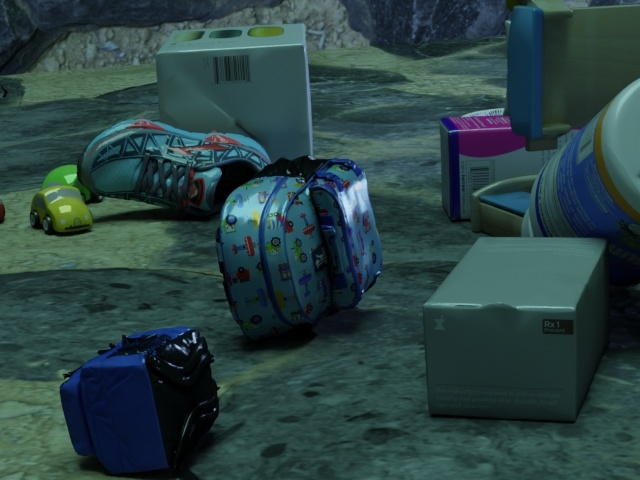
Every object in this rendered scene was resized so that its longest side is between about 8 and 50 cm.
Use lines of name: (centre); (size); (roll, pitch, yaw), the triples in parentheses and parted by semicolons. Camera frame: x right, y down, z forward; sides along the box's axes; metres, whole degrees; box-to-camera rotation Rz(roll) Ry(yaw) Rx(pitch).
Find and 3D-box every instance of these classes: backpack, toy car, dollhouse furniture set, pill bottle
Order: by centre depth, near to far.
backpack: (-0.136, 0.115, 1.326); (0.101, 0.098, 0.120); (-1, 13, 22)
pill bottle: (0.287, -0.041, 1.619); (0.152, 0.152, 0.272); (-7, -17, -16)
backpack: (-0.025, 0.010, 1.623); (0.117, 0.158, 0.173); (-5, 14, 22)
dollhouse furniture set: (0.313, -0.154, 1.933); (0.286, 0.303, 0.198); (-8, 15, -22)
toy car: (-0.356, -0.061, 2.218); (0.239, 0.053, 0.225); (4, 15, 25)

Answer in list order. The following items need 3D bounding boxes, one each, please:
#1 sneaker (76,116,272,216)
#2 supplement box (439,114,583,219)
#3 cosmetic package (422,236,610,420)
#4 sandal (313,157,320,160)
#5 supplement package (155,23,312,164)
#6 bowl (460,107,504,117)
sneaker: (-0.171, -0.087, 2.162); (0.262, 0.104, 0.125); (-1, 23, -22)
supplement box: (0.260, -0.094, 2.107); (0.220, 0.111, 0.114); (-2, 12, -2)
cosmetic package: (0.171, 0.068, 1.460); (0.127, 0.107, 0.238); (2, 17, 18)
sandal: (-0.007, -0.072, 2.180); (0.040, 0.067, 0.179); (11, 12, 7)
supplement package: (-0.113, -0.185, 2.382); (0.199, 0.198, 0.262); (-3, 13, 0)
bowl: (0.272, -0.128, 2.319); (0.170, 0.080, 0.170); (-3, 13, 1)
